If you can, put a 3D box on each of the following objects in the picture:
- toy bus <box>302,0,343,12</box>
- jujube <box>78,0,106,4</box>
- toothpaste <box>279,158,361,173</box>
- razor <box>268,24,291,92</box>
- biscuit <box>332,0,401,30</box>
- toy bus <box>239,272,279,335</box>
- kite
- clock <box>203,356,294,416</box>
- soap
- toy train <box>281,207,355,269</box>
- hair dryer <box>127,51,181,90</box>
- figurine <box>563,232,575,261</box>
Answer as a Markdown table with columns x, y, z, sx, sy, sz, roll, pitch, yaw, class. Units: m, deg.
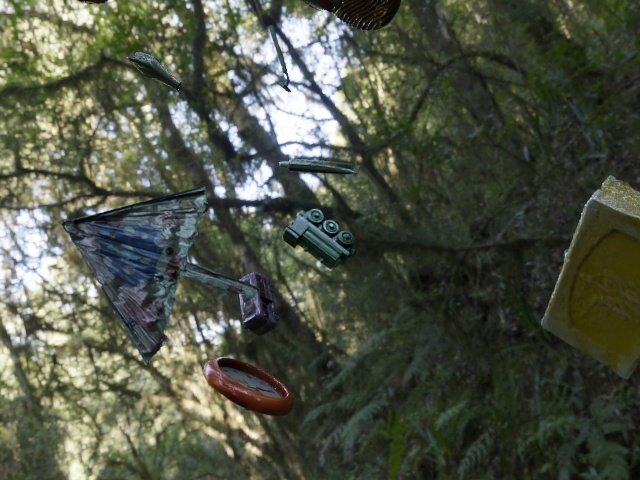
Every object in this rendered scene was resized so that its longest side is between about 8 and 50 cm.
| x | y | z | sx | sy | sz | roll | pitch | yaw | class |
| --- | --- | --- | --- | --- | --- | --- | --- | --- | --- |
| -0.043 | -0.707 | 1.592 | 0.127 | 0.303 | 0.147 | -46 | -1 | -42 | toy bus |
| -0.519 | -0.658 | 1.495 | 0.174 | 0.250 | 0.174 | 8 | -37 | 6 | jujube |
| -0.004 | -0.181 | 1.586 | 0.204 | 0.031 | 0.049 | 5 | 30 | 13 | toothpaste |
| -0.127 | -0.574 | 2.019 | 0.036 | 0.211 | 0.084 | -13 | -4 | 12 | razor |
| 0.110 | -0.792 | 1.972 | 0.040 | 0.318 | 0.318 | -48 | 3 | -32 | biscuit |
| -0.193 | 0.191 | 1.940 | 0.087 | 0.178 | 0.098 | -31 | -40 | 21 | toy bus |
| -0.284 | 0.040 | 1.157 | 0.369 | 0.406 | 0.014 | 22 | -40 | -16 | kite |
| -0.152 | 0.310 | 1.354 | 0.051 | 0.205 | 0.205 | -63 | -23 | 4 | clock |
| 0.502 | 0.070 | 1.071 | 0.091 | 0.199 | 0.315 | -31 | -37 | -33 | soap |
| 0.000 | 0.000 | 1.542 | 0.111 | 0.170 | 0.071 | -48 | -9 | -31 | toy train |
| -0.501 | -0.515 | 1.956 | 0.067 | 0.167 | 0.199 | -58 | 17 | 8 | hair dryer |
| 0.563 | 0.071 | 1.298 | 0.126 | 0.192 | 0.147 | -11 | 5 | 38 | figurine |
